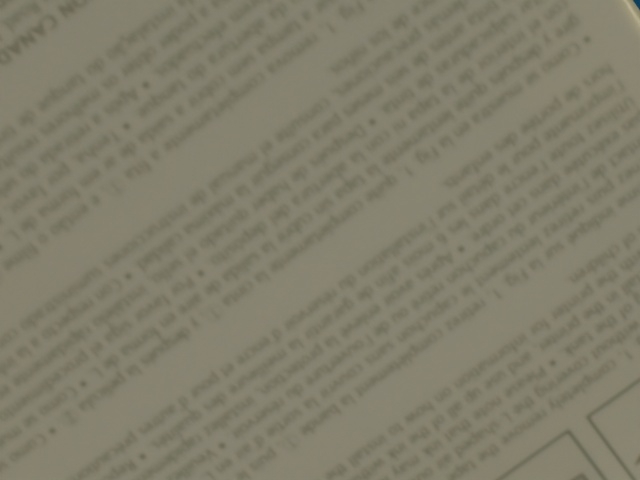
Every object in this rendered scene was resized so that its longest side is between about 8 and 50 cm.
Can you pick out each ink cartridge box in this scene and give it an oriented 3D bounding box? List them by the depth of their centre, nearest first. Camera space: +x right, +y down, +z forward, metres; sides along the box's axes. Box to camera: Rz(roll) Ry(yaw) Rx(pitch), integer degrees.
[{"bbox_3d":[-0.016,0.042,0.552,0.385,0.308,0.091,52,-175,-19],"label":"ink cartridge box"}]
